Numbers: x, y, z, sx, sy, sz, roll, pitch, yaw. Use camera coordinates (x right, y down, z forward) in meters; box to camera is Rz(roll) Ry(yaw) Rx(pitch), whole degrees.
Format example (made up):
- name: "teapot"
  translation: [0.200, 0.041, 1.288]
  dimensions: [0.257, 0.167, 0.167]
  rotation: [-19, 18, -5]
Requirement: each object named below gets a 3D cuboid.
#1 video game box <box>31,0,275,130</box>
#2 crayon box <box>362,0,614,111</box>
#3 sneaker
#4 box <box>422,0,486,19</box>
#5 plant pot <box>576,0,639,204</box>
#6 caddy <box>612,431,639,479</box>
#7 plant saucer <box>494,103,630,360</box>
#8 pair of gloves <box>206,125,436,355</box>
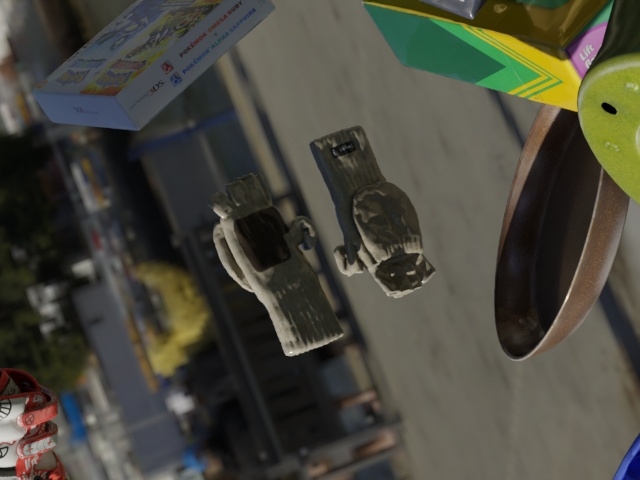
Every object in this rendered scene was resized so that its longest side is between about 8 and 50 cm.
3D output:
- name: "video game box"
  translation: [-0.166, -0.183, 1.766]
  dimensions: [0.048, 0.187, 0.205]
  rotation: [53, 159, -24]
- name: "crayon box"
  translation: [0.268, -0.302, 1.805]
  dimensions: [0.313, 0.363, 0.106]
  rotation: [24, 157, 51]
- name: "sneaker"
  translation: [-0.215, 0.191, 1.395]
  dimensions: [0.270, 0.145, 0.090]
  rotation: [28, -176, -24]
- name: "box"
  translation: [0.046, -0.228, 0.994]
  dimensions: [0.093, 0.156, 0.158]
  rotation: [-55, -16, -61]
- name: "plant pot"
  translation: [0.377, -0.176, 1.354]
  dimensions: [0.366, 0.353, 0.366]
  rotation: [30, 159, 13]
- name: "caddy"
  translation: [0.445, 0.302, 2.141]
  dimensions: [0.179, 0.241, 0.341]
  rotation: [34, 172, 33]
- name: "plant saucer"
  translation: [0.248, -0.026, 1.833]
  dimensions: [0.310, 0.050, 0.310]
  rotation: [-166, 90, -81]
- name: "pair of gloves"
  translation: [0.000, 0.000, 1.970]
  dimensions: [0.204, 0.240, 0.042]
  rotation: [57, 146, 6]
